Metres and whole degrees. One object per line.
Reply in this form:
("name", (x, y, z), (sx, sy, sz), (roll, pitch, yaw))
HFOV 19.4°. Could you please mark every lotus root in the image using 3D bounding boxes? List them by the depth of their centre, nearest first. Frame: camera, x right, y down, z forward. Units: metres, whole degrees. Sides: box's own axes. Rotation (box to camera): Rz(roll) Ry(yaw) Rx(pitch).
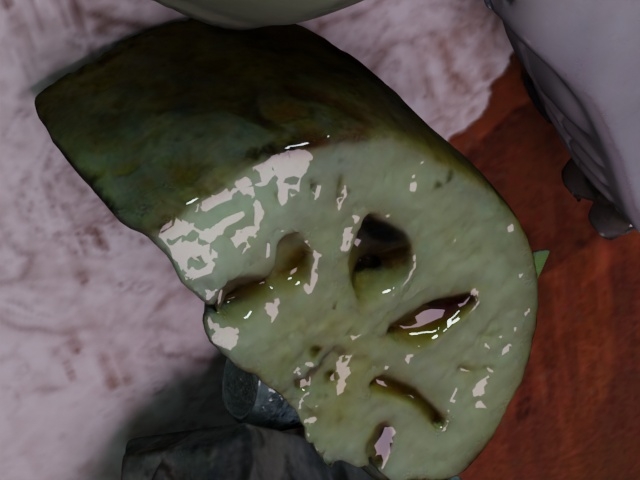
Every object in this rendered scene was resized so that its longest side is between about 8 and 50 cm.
("lotus root", (0.000, 0.000, 0.780), (0.138, 0.119, 0.235), (-50, 130, -3))

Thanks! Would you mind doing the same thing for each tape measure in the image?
("tape measure", (0.167, -0.119, 0.803), (0.197, 0.120, 0.236), (-34, 147, 3))

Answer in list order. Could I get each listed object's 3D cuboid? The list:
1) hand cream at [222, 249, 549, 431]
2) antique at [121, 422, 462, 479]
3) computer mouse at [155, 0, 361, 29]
("hand cream", (0.033, 0.054, 0.934), (0.175, 0.046, 0.095), (-12, 132, -35))
("antique", (-0.016, 0.148, 0.929), (0.088, 0.086, 0.183), (-13, 157, 39))
("computer mouse", (0.031, -0.230, 0.583), (0.228, 0.145, 0.429), (-8, 132, -27))
